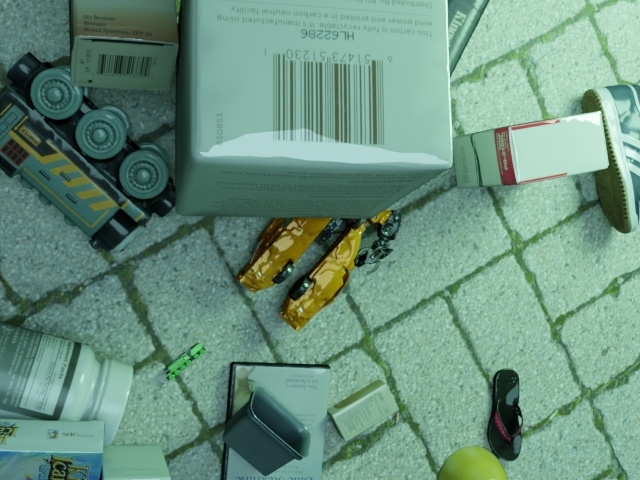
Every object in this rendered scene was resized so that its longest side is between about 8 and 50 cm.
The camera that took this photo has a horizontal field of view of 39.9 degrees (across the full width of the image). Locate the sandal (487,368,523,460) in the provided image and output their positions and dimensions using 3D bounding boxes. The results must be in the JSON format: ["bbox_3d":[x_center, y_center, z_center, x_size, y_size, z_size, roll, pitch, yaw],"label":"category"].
[{"bbox_3d":[0.354,0.333,1.668,0.067,0.040,0.179,-3,95,-15],"label":"sandal"}]

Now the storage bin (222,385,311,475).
[{"bbox_3d":[-0.097,0.328,1.501,0.091,0.098,0.135,-40,105,20],"label":"storage bin"}]

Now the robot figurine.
[{"bbox_3d":[0.000,0.000,1.520,0.211,0.085,0.291,43,83,-15],"label":"robot figurine"}]

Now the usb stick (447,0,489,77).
[{"bbox_3d":[0.232,-0.370,1.574,0.077,0.045,0.278,28,87,-17],"label":"usb stick"}]

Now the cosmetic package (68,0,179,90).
[{"bbox_3d":[-0.299,-0.384,1.316,0.153,0.129,0.296,-1,66,-19],"label":"cosmetic package"}]

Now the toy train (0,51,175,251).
[{"bbox_3d":[-0.380,-0.132,1.385,0.190,0.142,0.334,-44,106,4],"label":"toy train"}]

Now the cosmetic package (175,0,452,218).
[{"bbox_3d":[-0.034,-0.219,1.251,0.330,0.394,0.327,0,82,-13],"label":"cosmetic package"}]

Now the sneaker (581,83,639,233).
[{"bbox_3d":[0.601,-0.163,1.666,0.153,0.099,0.282,-15,95,-12],"label":"sneaker"}]

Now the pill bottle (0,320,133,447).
[{"bbox_3d":[-0.450,0.222,1.373,0.283,0.161,0.161,19,89,-17],"label":"pill bottle"}]

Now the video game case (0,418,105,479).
[{"bbox_3d":[-0.466,0.370,1.351,0.244,0.061,0.269,4,135,-16],"label":"video game case"}]

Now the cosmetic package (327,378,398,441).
[{"bbox_3d":[0.076,0.305,1.588,0.115,0.041,0.060,-27,101,-12],"label":"cosmetic package"}]

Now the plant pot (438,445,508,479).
[{"bbox_3d":[0.297,0.461,1.634,0.134,0.095,0.134,-1,94,-15],"label":"plant pot"}]

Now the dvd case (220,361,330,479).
[{"bbox_3d":[-0.080,0.342,1.558,0.180,0.022,0.253,4,94,-16],"label":"dvd case"}]

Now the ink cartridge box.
[{"bbox_3d":[0.354,-0.153,1.527,0.172,0.237,0.100,-11,95,-14],"label":"ink cartridge box"}]

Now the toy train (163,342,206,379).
[{"bbox_3d":[-0.233,0.206,1.507,0.083,0.017,0.023,-39,93,-9],"label":"toy train"}]

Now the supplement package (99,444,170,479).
[{"bbox_3d":[-0.303,0.403,1.419,0.105,0.179,0.105,2,94,-15],"label":"supplement package"}]
